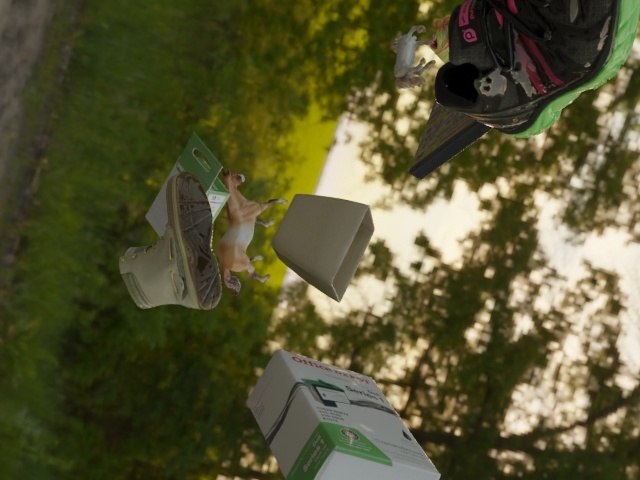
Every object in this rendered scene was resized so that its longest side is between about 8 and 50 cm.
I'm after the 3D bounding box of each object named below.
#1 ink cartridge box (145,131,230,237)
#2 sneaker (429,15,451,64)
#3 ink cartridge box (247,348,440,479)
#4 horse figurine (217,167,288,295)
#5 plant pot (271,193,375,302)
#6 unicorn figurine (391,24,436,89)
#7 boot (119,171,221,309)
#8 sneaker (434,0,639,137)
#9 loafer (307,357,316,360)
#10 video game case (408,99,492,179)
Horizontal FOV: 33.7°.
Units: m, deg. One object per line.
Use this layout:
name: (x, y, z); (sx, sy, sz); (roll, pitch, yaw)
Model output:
ink cartridge box: (-0.238, -0.087, 1.985); (0.062, 0.109, 0.209); (3, 128, -47)
sneaker: (0.286, -0.445, 2.231); (0.081, 0.094, 0.208); (-47, 173, -32)
ink cartridge box: (0.022, 0.240, 1.298); (0.093, 0.160, 0.219); (-61, -149, 14)
horse figurine: (-0.160, -0.007, 2.223); (0.174, 0.066, 0.263); (12, 93, -51)
plant pot: (0.000, 0.000, 1.321); (0.109, 0.096, 0.109); (-63, 167, -12)
unicorn figurine: (0.167, -0.349, 1.960); (0.111, 0.060, 0.162); (-17, -137, 49)
boot: (-0.244, 0.004, 1.644); (0.077, 0.165, 0.213); (-18, 102, -52)
sneaker: (0.284, -0.282, 1.427); (0.483, 0.202, 0.185); (119, -23, -62)
loafer: (0.024, 0.289, 1.812); (0.092, 0.268, 0.102); (-15, -139, 47)
video game case: (0.280, -0.267, 1.994); (0.275, 0.035, 0.248); (-36, -152, 59)
